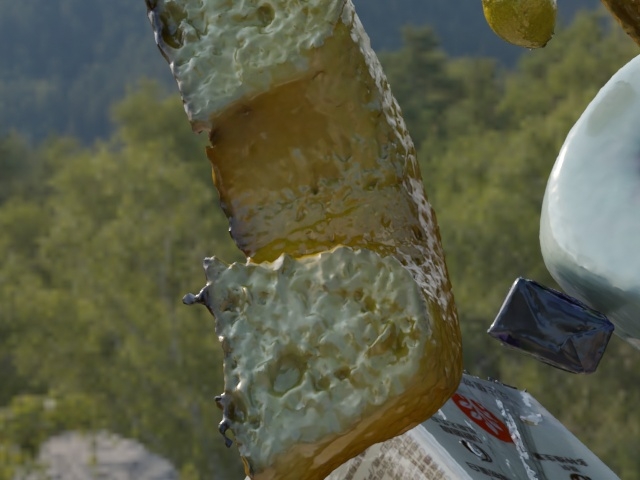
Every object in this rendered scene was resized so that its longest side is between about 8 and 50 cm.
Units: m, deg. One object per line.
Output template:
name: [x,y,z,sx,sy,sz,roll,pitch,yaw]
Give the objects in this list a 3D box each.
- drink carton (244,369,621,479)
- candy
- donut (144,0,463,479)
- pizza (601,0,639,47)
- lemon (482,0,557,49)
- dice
drink carton: [0.112,0.198,0.971,0.194,0.132,0.324,18,16,-36]
candy: [0.194,0.073,1.409,0.088,0.061,0.312,23,0,9]
donut: [0.000,-0.003,0.777,0.101,0.259,0.152,-20,-27,10]
pizza: [0.195,-0.106,0.865,0.046,0.175,0.134,-41,19,20]
lemon: [0.176,-0.211,1.496,0.065,0.092,0.065,-34,13,9]
dice: [0.378,-0.011,1.495,0.268,0.264,0.262,29,-9,47]
